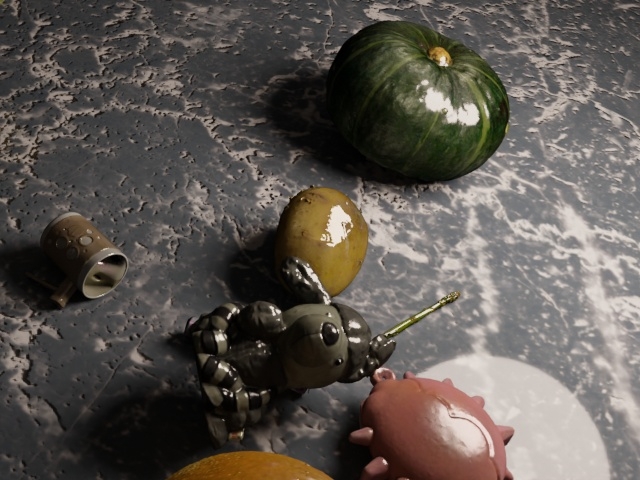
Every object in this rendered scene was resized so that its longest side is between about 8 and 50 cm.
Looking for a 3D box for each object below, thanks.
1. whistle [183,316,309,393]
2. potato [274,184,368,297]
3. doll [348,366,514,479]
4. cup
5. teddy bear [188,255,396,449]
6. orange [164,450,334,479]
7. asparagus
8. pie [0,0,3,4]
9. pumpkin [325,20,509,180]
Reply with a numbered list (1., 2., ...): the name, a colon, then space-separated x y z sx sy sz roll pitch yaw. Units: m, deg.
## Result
1. whistle: -0.090 0.143 1.169 0.176 0.033 0.033 24 43 7
2. potato: 0.000 0.000 1.281 0.137 0.137 0.176 9 45 -9
3. doll: 0.142 0.245 1.098 0.211 0.093 0.262 -24 56 -39
4. cup: -0.314 0.028 1.203 0.099 0.102 0.074 40 9 24
5. teddy bear: -0.044 0.111 1.084 0.251 0.144 0.171 -25 79 -12
6. orange: -0.069 0.322 0.827 0.274 0.274 0.274 9 44 -9
7. asparagus: 0.140 0.103 1.300 0.166 0.013 0.016 -25 16 -37
8. pie: -0.575 -0.428 1.611 0.084 0.020 0.084 8 45 -8
9. pumpkin: 0.153 -0.218 1.500 0.300 0.207 0.300 19 31 -12
